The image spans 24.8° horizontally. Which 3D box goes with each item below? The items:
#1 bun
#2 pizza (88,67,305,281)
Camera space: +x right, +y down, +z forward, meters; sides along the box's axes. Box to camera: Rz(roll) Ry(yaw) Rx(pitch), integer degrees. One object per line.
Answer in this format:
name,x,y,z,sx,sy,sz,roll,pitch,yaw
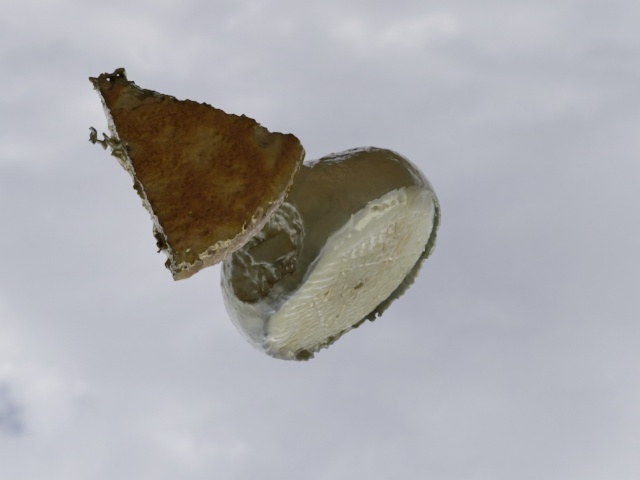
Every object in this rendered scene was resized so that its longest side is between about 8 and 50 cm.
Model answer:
bun,-0.002,-0.001,2.160,0.364,0.364,0.202,-24,-120,-32
pizza,-0.172,-0.111,1.797,0.287,0.075,0.280,44,-125,11
